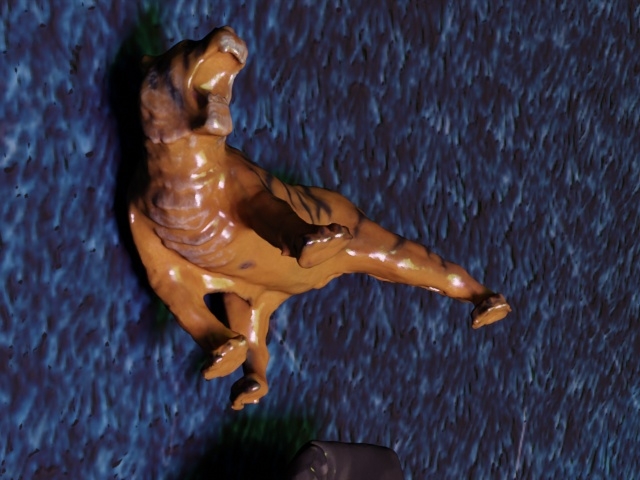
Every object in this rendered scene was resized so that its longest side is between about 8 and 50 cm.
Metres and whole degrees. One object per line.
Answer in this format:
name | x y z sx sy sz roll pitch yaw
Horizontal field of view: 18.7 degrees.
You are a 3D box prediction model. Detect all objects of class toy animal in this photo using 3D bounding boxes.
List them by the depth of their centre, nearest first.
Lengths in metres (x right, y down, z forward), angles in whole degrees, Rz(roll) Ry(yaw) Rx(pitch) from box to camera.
toy animal | -0.007 0.004 0.908 0.255 0.114 0.116 25 33 -57

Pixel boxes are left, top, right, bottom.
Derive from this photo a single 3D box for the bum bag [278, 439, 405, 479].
bum bag | -0.020 0.259 0.925 0.144 0.095 0.341 -17 116 -59
